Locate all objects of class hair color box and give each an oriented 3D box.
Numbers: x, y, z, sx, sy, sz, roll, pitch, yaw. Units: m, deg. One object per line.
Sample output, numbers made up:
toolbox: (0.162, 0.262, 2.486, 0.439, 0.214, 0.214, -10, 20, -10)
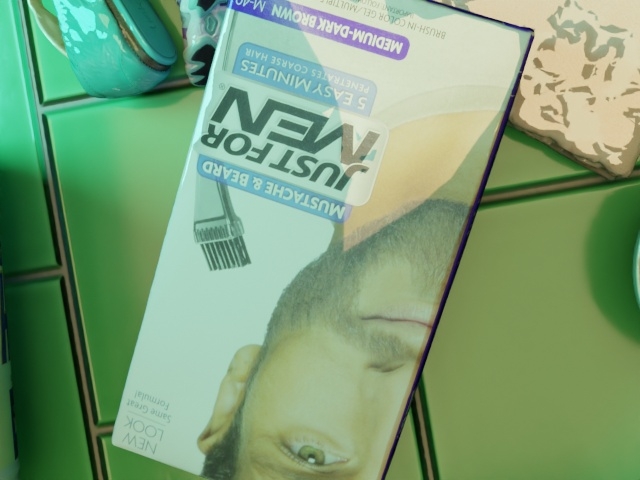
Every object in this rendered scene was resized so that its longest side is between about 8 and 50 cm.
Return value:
hair color box: (0.000, 0.000, 0.667, 0.185, 0.110, 0.339, 18, 104, 7)

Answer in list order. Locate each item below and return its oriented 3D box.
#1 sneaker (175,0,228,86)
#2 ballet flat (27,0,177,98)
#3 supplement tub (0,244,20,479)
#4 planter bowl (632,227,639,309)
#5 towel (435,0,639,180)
sneaker: (-0.091, -0.168, 0.734, 0.038, 0.069, 0.098, -11, 135, -27)
ballet flat: (-0.190, -0.213, 0.726, 0.087, 0.083, 0.247, -26, 86, 20)
supplement tub: (-0.328, 0.090, 0.666, 0.235, 0.235, 0.325, -5, 91, 6)
planter bowl: (0.280, 0.018, 0.661, 0.162, 0.109, 0.162, 0, 91, 6)
towel: (0.143, -0.249, 0.701, 0.331, 0.053, 0.317, 29, 95, 5)
